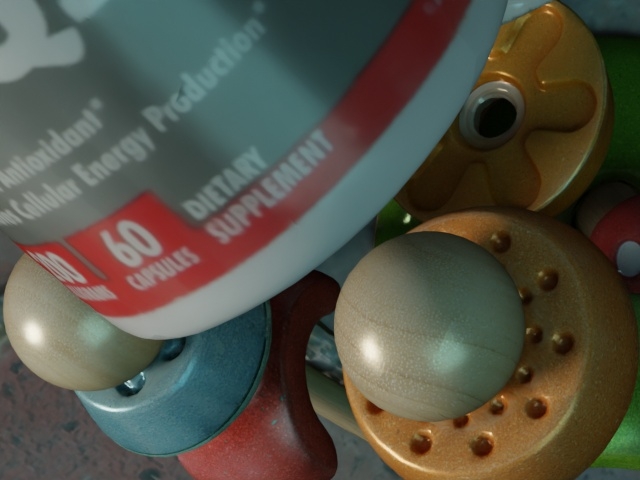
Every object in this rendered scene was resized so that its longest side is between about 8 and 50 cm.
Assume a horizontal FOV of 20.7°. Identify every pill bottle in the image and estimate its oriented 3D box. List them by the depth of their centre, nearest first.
[{"bbox_3d":[-0.097,-0.118,0.455,0.161,0.161,0.283,-43,113,10],"label":"pill bottle"}]

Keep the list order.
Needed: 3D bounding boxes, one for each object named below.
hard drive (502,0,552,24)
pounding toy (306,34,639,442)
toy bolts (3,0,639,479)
[{"bbox_3d":[0.000,-0.171,0.580,0.339,0.064,0.237,-25,114,-2],"label":"hard drive"},{"bbox_3d":[0.105,0.035,0.746,0.237,0.110,0.183,-45,124,11],"label":"pounding toy"},{"bbox_3d":[0.000,0.000,0.639,0.229,0.218,0.158,-15,157,27],"label":"toy bolts"}]
